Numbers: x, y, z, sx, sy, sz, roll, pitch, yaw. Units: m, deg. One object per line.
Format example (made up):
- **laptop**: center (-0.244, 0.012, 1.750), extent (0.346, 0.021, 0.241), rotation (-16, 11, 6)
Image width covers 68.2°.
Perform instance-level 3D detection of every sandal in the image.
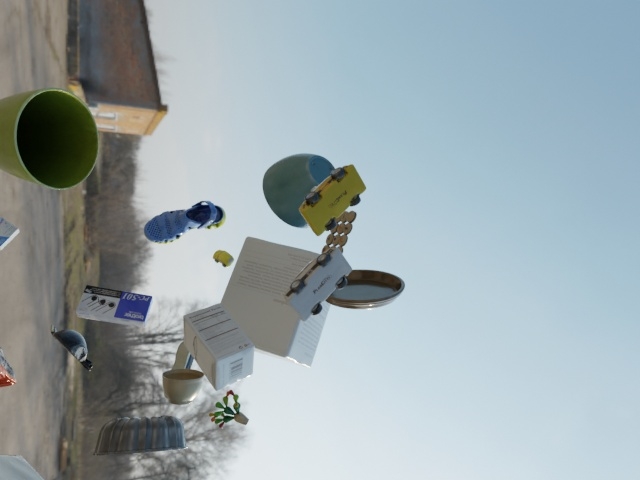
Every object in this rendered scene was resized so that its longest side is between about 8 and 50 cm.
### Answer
- **sandal**: center (-0.516, -0.081, 1.804), extent (0.126, 0.317, 0.138), rotation (66, -18, 7)

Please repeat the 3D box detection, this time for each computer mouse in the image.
- **computer mouse**: center (-0.838, 0.327, 1.580), extent (0.184, 0.060, 0.262), rotation (38, -30, 14)

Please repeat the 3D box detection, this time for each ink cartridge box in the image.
- **ink cartridge box**: center (-1.128, -0.040, 1.632), extent (0.052, 0.122, 0.088), rotation (-29, -154, 58)
- **ink cartridge box**: center (-0.653, 0.210, 1.509), extent (0.046, 0.207, 0.097), rotation (114, -16, -51)

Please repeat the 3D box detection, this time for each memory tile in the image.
- **memory tile**: center (0.053, -0.019, 1.387), extent (0.113, 0.012, 0.148), rotation (7, -106, 61)

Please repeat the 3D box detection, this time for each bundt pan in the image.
- **bundt pan**: center (-0.665, 0.727, 1.774), extent (0.331, 0.330, 0.124), rotation (138, -46, -58)

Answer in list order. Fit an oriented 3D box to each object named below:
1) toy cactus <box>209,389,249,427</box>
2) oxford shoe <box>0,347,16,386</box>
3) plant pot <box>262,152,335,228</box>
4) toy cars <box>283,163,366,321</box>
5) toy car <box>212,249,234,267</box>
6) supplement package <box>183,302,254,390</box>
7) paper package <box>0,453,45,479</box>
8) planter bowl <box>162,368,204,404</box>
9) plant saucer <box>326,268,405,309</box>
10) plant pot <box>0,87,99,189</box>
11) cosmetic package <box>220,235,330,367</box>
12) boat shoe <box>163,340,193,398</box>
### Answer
- **toy cactus**: center (-0.428, 0.834, 2.282), extent (0.219, 0.180, 0.112), rotation (-56, -175, 11)
- **oxford shoe**: center (-0.849, 0.325, 1.229), extent (0.271, 0.097, 0.098), rotation (-44, -125, 52)
- **plant pot**: center (-0.046, -0.216, 1.797), extent (0.195, 0.290, 0.290), rotation (-32, -120, 46)
- **toy cars**: center (0.000, 0.000, 1.168), extent (0.087, 0.176, 0.394), rotation (13, -86, 55)
- **toy car**: center (-0.367, 0.131, 2.110), extent (0.053, 0.239, 0.225), rotation (94, -7, -61)
- **supplement package**: center (-0.254, 0.258, 1.169), extent (0.179, 0.105, 0.105), rotation (38, -47, 40)
- **paper package**: center (-1.038, 0.842, 1.516), extent (0.309, 0.168, 0.325), rotation (33, -19, 19)
- **planter bowl**: center (-0.544, 0.581, 1.867), extent (0.162, 0.162, 0.109), rotation (-177, -89, -65)
- **plant saucer**: center (0.123, 0.150, 1.471), extent (0.278, 0.277, 0.041), rotation (-150, -126, -62)
- **plant pot**: center (-0.850, -0.297, 1.350), extent (0.275, 0.293, 0.275), rotation (8, 90, -71)
- **cosmetic package**: center (-0.162, 0.246, 1.848), extent (0.329, 0.327, 0.394), rotation (58, 48, -64)
- **boat shoe**: center (-0.617, 0.575, 2.097), extent (0.095, 0.079, 0.255), rotation (4, -109, 26)
